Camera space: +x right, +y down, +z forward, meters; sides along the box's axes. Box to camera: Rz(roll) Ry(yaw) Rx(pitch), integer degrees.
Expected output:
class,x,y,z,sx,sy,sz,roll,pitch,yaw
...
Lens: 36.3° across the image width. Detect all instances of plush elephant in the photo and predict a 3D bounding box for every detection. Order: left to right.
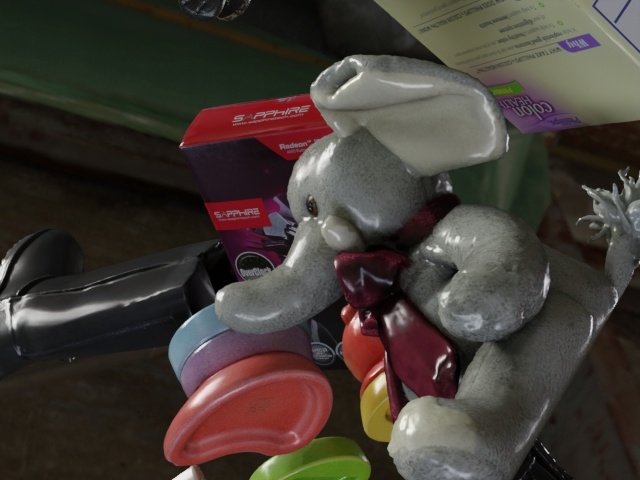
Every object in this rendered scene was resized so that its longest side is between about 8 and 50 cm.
class,x,y,z,sx,sy,sz,roll,pitch,yaw
plush elephant,0.057,0.025,0.662,0.255,0.272,0.330,31,-111,17

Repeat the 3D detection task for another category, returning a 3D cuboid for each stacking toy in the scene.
class,x,y,z,sx,sy,sz,roll,pitch,yaw
stacking toy,-0.037,0.156,0.963,0.309,0.279,0.130,9,-137,-38

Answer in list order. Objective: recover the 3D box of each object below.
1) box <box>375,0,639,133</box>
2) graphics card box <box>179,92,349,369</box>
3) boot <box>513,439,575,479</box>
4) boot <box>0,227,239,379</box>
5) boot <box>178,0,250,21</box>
class,x,y,z,sx,sy,sz,roll,pitch,yaw
box,0.155,-0.204,0.730,0.243,0.117,0.213,39,169,-16
graphics card box,0.000,0.000,1.223,0.232,0.371,0.094,-5,-145,24
boot,0.247,0.352,1.185,0.246,0.094,0.207,49,-141,5
boot,-0.321,0.060,1.537,0.146,0.445,0.367,59,-152,-28
boot,-0.131,-0.423,1.381,0.085,0.236,0.178,17,-170,4
